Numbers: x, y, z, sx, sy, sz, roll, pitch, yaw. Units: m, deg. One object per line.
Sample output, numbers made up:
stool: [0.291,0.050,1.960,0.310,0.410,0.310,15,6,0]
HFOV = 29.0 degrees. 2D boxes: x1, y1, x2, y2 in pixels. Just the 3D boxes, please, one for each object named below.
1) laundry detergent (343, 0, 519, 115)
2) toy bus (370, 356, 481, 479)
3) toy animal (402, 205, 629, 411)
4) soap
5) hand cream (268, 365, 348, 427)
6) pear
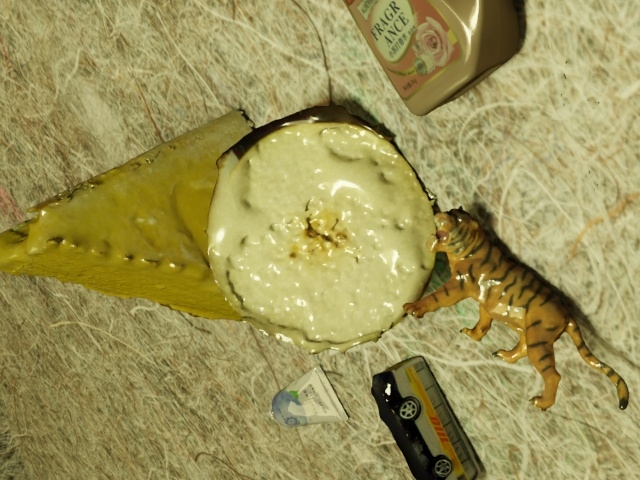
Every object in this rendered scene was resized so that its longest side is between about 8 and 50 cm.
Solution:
laundry detergent: [0.080,-0.243,1.095,0.237,0.076,0.171,61,150,2]
toy bus: [0.125,0.224,1.464,0.172,0.072,0.057,62,150,-2]
toy animal: [0.204,0.079,1.201,0.255,0.114,0.116,36,101,28]
soap: [-0.180,0.049,1.502,0.304,0.338,0.169,60,153,1]
hand cream: [-0.024,0.228,1.735,0.142,0.053,0.084,-26,94,51]
pear: [0.000,0.003,1.360,0.267,0.267,0.178,53,175,10]
